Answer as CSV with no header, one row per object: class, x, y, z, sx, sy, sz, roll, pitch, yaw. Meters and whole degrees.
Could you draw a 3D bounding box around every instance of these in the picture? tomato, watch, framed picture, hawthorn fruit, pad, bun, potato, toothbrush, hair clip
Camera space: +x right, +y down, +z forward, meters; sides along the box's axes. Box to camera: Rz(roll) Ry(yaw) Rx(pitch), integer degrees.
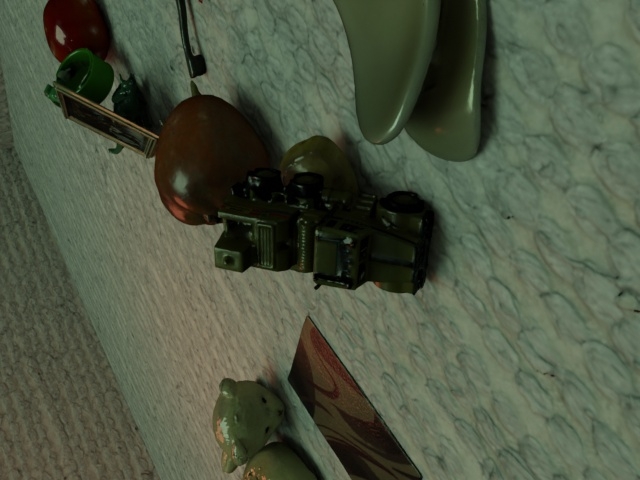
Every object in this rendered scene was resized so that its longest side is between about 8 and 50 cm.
tomato,-0.610,-0.521,1.584,0.195,0.136,0.195,37,136,46
watch,-0.549,-0.366,1.509,0.165,0.131,0.152,19,81,36
framed picture,-0.466,-0.249,1.393,0.019,0.232,0.296,-65,16,-8
hawthorn fruit,-0.185,-0.150,1.052,0.199,0.199,0.251,-39,60,59
pad,0.042,0.312,1.094,0.330,0.004,0.220,51,145,31
bun,-0.083,0.562,1.305,0.287,0.146,0.287,33,131,49
potato,0.003,-0.056,0.866,0.107,0.080,0.170,-14,111,19
toothbrush,-0.251,-0.441,1.136,0.030,0.030,0.297,12,116,61
hair clip,0.083,-0.212,0.638,0.172,0.113,0.282,-9,93,60

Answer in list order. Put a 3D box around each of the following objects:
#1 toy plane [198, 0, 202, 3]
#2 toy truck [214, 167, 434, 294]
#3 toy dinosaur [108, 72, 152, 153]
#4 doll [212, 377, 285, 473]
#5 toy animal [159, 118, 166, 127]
toy plane,-0.247,-0.450,1.086,0.145,0.037,0.060,30,124,25
toy truck,0.003,-0.002,0.776,0.257,0.127,0.127,9,117,13
toy dinosaur,-0.462,-0.284,1.533,0.120,0.079,0.292,61,147,29
doll,-0.153,0.385,1.347,0.278,0.149,0.175,113,142,-67
toy animal,-0.246,-0.135,1.270,0.243,0.087,0.260,118,131,-69
